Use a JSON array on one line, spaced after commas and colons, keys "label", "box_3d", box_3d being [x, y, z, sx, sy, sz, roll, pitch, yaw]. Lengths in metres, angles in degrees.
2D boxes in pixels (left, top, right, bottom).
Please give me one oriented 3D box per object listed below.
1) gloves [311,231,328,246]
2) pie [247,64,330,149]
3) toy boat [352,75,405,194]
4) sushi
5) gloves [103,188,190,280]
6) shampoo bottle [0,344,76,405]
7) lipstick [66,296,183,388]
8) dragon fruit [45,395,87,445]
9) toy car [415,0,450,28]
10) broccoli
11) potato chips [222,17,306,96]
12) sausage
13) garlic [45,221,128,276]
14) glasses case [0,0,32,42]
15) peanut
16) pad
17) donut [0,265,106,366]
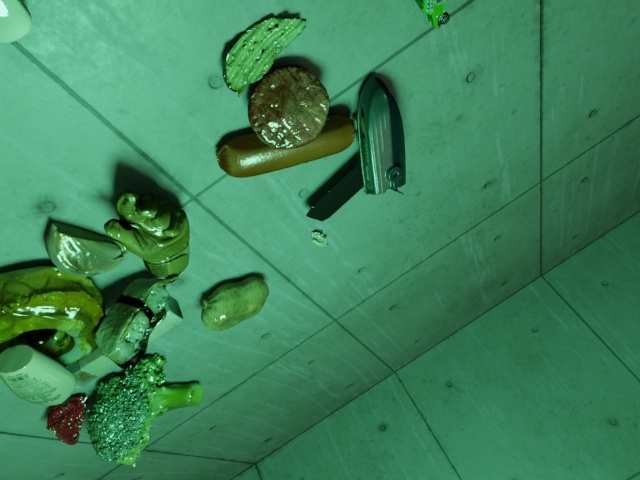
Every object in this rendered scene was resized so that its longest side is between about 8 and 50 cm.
[{"label": "gloves", "box_3d": [-0.002, -0.001, 1.518, 0.044, 0.037, 0.081, -58, 136, -26]}, {"label": "pie", "box_3d": [-0.069, -0.284, 1.045, 0.183, 0.049, 0.182, -5, 109, -14]}, {"label": "toy boat", "box_3d": [0.145, -0.260, 1.218, 0.114, 0.122, 0.296, -22, 118, -22]}, {"label": "sushi", "box_3d": [-0.469, 0.176, 1.235, 0.272, 0.134, 0.109, -59, 145, -19]}, {"label": "gloves", "box_3d": [-0.381, -0.028, 1.112, 0.154, 0.141, 0.331, 1, 150, -2]}, {"label": "shampoo bottle", "box_3d": [-0.652, 0.327, 1.133, 0.127, 0.078, 0.256, -16, 144, -13]}, {"label": "lipstick", "box_3d": [-0.577, 0.291, 1.407, 0.372, 0.076, 0.079, -33, 144, 2]}, {"label": "dragon fruit", "box_3d": [-0.816, 0.563, 1.564, 0.106, 0.083, 0.162, 12, 94, -21]}, {"label": "toy car", "box_3d": [0.235, -0.531, 1.024, 0.063, 0.071, 0.165, -15, 145, 2]}, {"label": "broccoli", "box_3d": [-0.605, 0.599, 1.661, 0.353, 0.274, 0.397, -29, 159, -5]}, {"label": "potato chips", "box_3d": [-0.116, -0.382, 0.961, 0.207, 0.028, 0.092, -44, 135, 4]}, {"label": "sausage", "box_3d": [-0.070, -0.223, 1.145, 0.349, 0.094, 0.097, -19, 143, -17]}, {"label": "garlic", "box_3d": [-0.542, 0.032, 1.112, 0.101, 0.087, 0.196, -53, 139, 7]}, {"label": "glasses case", "box_3d": [-0.492, -0.372, 0.675, 0.081, 0.051, 0.204, -26, 145, -7]}, {"label": "peanut", "box_3d": [-0.262, 0.188, 1.483, 0.224, 0.129, 0.129, -24, 146, -27]}, {"label": "pad", "box_3d": [0.028, -0.169, 1.321, 0.250, 0.055, 0.323, -41, 144, 13]}, {"label": "donut", "box_3d": [-0.664, 0.201, 1.158, 0.330, 0.160, 0.330, -26, 146, -20]}]
